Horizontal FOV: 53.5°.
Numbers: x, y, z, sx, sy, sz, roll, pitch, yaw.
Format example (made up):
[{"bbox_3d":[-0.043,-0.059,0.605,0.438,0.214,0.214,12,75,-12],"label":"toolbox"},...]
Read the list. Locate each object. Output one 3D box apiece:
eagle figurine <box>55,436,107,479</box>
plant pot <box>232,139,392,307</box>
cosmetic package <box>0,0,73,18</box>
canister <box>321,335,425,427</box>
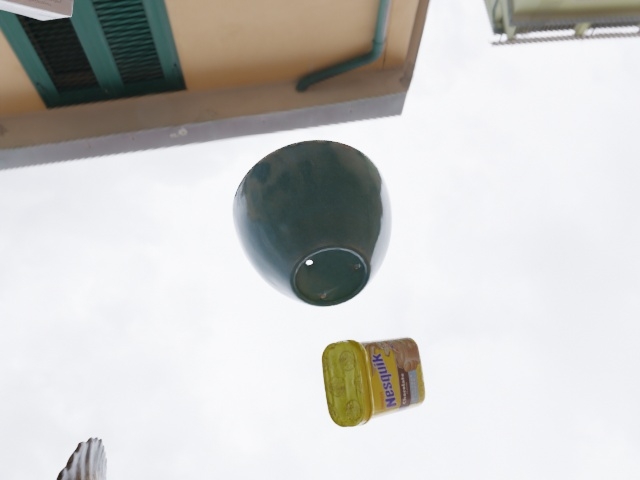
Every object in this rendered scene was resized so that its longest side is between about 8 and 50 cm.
[{"bbox_3d":[-0.341,0.439,0.823,0.298,0.225,0.226,-42,-92,12],"label":"eagle figurine"},{"bbox_3d":[0.000,0.000,1.093,0.291,0.290,0.195,-9,-142,-6],"label":"plant pot"},{"bbox_3d":[-0.558,-0.505,1.178,0.151,0.184,0.151,1,-77,-39],"label":"cosmetic package"},{"bbox_3d":[0.088,0.214,0.992,0.170,0.073,0.126,4,-105,-48],"label":"canister"}]
